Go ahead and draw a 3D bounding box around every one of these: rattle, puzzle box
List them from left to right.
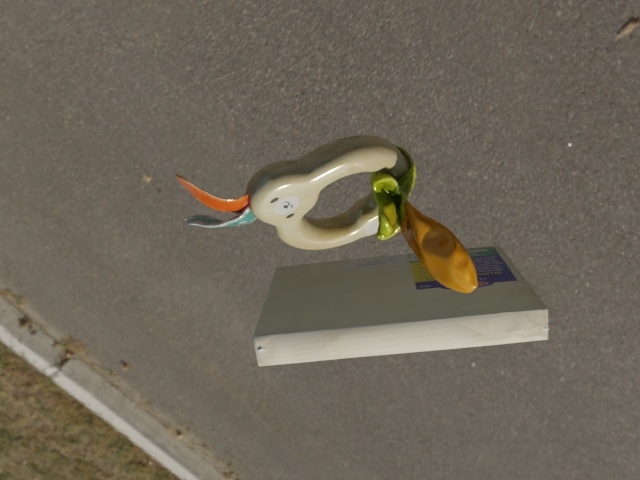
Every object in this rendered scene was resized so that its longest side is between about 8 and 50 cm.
[{"bbox_3d":[0.000,0.000,0.450,0.199,0.143,0.130,-6,160,-33],"label":"rattle"},{"bbox_3d":[0.115,0.093,0.904,0.408,0.272,0.052,-6,108,6],"label":"puzzle box"}]
